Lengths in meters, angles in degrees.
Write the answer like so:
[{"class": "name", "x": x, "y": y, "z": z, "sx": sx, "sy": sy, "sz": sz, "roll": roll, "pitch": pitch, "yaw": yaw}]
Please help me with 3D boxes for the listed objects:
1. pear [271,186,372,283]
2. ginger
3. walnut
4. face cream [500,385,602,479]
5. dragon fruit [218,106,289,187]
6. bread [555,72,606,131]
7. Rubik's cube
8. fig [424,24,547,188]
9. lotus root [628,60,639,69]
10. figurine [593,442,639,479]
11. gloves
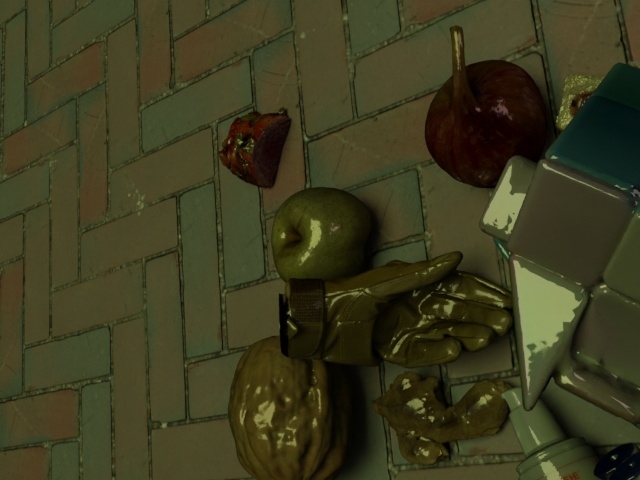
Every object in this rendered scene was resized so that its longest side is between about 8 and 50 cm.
[{"class": "pear", "x": 0.000, "y": 0.000, "z": 1.284, "sx": 0.167, "sy": 0.137, "sz": 0.167, "roll": -9, "pitch": 77, "yaw": 43}, {"class": "ginger", "x": 0.164, "y": 0.231, "z": 1.148, "sx": 0.214, "sy": 0.059, "sz": 0.133, "roll": -38, "pitch": 64, "yaw": 31}, {"class": "walnut", "x": -0.042, "y": 0.253, "z": 1.233, "sx": 0.198, "sy": 0.198, "sz": 0.245, "roll": -15, "pitch": 64, "yaw": 38}, {"class": "face cream", "x": 0.294, "y": 0.289, "z": 0.999, "sx": 0.101, "sy": 0.101, "sz": 0.251, "roll": -40, "pitch": 58, "yaw": 28}, {"class": "dragon fruit", "x": -0.126, "y": -0.172, "z": 1.451, "sx": 0.102, "sy": 0.096, "sz": 0.147, "roll": 4, "pitch": 82, "yaw": 44}, {"class": "bread", "x": 0.349, "y": -0.179, "z": 1.087, "sx": 0.070, "sy": 0.035, "sz": 0.083, "roll": 19, "pitch": 97, "yaw": 42}, {"class": "Rubik's cube", "x": 0.342, "y": 0.029, "z": 0.833, "sx": 0.358, "sy": 0.387, "sz": 0.368, "roll": 27, "pitch": 133, "yaw": 20}, {"class": "fig", "x": 0.207, "y": -0.163, "z": 1.092, "sx": 0.175, "sy": 0.207, "sz": 0.175, "roll": -5, "pitch": 79, "yaw": 29}, {"class": "lotus root", "x": 0.413, "y": -0.187, "z": 1.038, "sx": 0.037, "sy": 0.030, "sz": 0.083, "roll": 109, "pitch": 143, "yaw": -49}, {"class": "figurine", "x": 0.397, "y": 0.322, "z": 0.841, "sx": 0.133, "sy": 0.194, "sz": 0.274, "roll": -40, "pitch": 67, "yaw": -9}, {"class": "gloves", "x": 0.104, "y": 0.102, "z": 1.150, "sx": 0.331, "sy": 0.141, "sz": 0.154, "roll": -4, "pitch": 76, "yaw": 5}]
